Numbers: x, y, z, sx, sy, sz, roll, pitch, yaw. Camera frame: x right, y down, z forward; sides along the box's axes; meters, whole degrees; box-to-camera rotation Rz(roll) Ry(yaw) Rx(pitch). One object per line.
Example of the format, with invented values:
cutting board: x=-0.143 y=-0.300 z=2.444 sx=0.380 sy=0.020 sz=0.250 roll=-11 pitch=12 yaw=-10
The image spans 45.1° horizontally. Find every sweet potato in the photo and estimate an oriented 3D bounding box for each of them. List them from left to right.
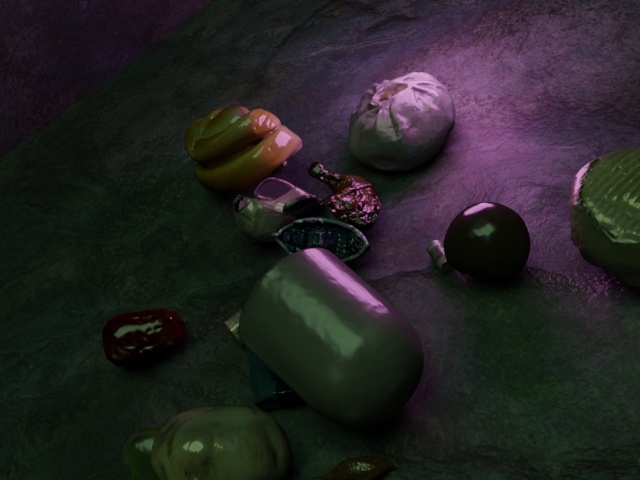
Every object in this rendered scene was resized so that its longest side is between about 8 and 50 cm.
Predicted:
sweet potato: x=0.058 y=0.524 z=1.730 sx=0.226 sy=0.068 sz=0.068 roll=-18 pitch=46 yaw=13

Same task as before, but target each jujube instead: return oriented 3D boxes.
jujube: x=-0.499 y=0.269 z=2.167 sx=0.230 sy=0.155 sz=0.155 roll=-13 pitch=47 yaw=9

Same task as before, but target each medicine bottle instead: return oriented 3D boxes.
medicine bottle: x=-0.124 y=0.325 z=1.981 sx=0.124 sy=0.079 sz=0.258 roll=-26 pitch=44 yaw=9
medicine bottle: x=0.318 y=0.041 z=2.033 sx=0.047 sy=0.047 sz=0.083 roll=-29 pitch=45 yaw=1

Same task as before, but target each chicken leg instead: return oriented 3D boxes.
chicken leg: x=0.070 y=-0.130 z=2.250 sx=0.178 sy=0.083 sz=0.322 roll=1 pitch=37 yaw=-14

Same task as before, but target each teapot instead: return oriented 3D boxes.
teapot: x=-0.166 y=0.192 z=2.127 sx=0.200 sy=0.077 sz=0.107 roll=-37 pitch=26 yaw=-8

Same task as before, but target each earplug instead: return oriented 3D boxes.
earplug: x=0.045 y=0.248 z=1.800 sx=0.313 sy=0.312 sz=0.394 roll=-43 pitch=59 yaw=-13

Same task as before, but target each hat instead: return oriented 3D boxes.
hat: x=-0.125 y=-0.088 z=2.305 sx=0.275 sy=0.161 sz=0.232 roll=-21 pitch=31 yaw=-26

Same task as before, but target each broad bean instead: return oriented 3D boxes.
broad bean: x=-0.394 y=0.553 z=1.912 sx=0.169 sy=0.100 sz=0.228 roll=-39 pitch=56 yaw=-2

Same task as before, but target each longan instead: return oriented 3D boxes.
longan: x=0.414 y=0.001 z=1.921 sx=0.220 sy=0.196 sz=0.196 roll=8 pitch=56 yaw=40

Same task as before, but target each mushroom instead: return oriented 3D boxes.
mushroom: x=-0.229 y=0.545 z=1.750 sx=0.315 sy=0.314 sz=0.336 roll=2 pitch=83 yaw=28

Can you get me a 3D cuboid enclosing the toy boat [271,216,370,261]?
toy boat: x=0.000 y=0.000 z=2.142 sx=0.309 sy=0.142 sz=0.129 roll=6 pitch=84 yaw=29

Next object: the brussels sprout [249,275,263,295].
brussels sprout: x=-0.108 y=0.153 z=1.997 sx=0.183 sy=0.145 sz=0.131 roll=-45 pitch=38 yaw=-20

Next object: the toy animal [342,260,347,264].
toy animal: x=0.063 y=0.149 z=2.046 sx=0.214 sy=0.093 sz=0.186 roll=-18 pitch=41 yaw=21

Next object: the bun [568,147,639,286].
bun: x=0.747 y=-0.044 z=1.789 sx=0.360 sy=0.211 sz=0.359 roll=-6 pitch=55 yaw=9

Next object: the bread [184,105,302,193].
bread: x=-0.247 y=-0.310 z=2.447 sx=0.329 sy=0.245 sz=0.424 roll=-27 pitch=18 yaw=-27

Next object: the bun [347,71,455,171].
bun: x=0.234 y=-0.366 z=2.327 sx=0.355 sy=0.194 sz=0.354 roll=-15 pitch=45 yaw=16
